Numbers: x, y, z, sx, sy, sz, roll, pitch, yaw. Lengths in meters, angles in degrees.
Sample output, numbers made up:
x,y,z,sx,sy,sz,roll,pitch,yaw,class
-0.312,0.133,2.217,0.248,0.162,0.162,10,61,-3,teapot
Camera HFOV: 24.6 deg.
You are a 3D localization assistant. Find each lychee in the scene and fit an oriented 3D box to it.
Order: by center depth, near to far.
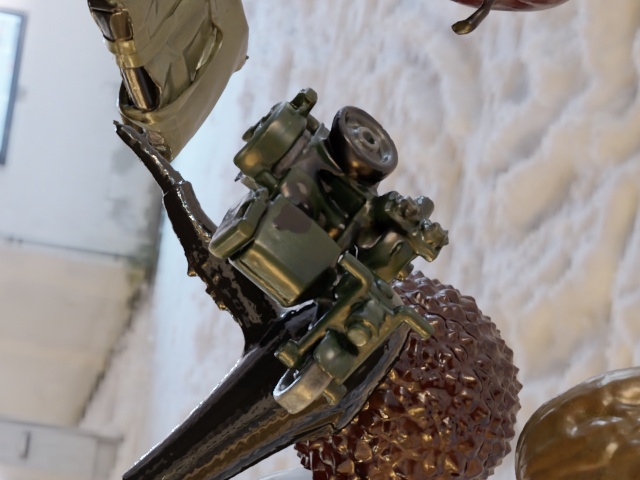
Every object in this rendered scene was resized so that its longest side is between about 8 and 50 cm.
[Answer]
x,y,z,sx,sy,sz,roll,pitch,yaw,class
0.083,0.166,1.555,0.264,0.300,0.264,-29,32,20,lychee

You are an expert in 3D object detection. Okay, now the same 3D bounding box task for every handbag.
x,y,z,sx,sy,sz,roll,pitch,yaw,class
-0.178,-0.261,1.756,0.316,0.109,0.253,79,-150,-48,handbag

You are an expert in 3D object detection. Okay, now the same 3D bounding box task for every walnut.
x,y,z,sx,sy,sz,roll,pitch,yaw,class
0.277,0.202,1.237,0.228,0.228,0.228,-171,90,-77,walnut

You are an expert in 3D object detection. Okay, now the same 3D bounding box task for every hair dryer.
x,y,z,sx,sy,sz,roll,pitch,yaw,class
-0.117,0.051,1.357,0.359,0.303,0.120,55,169,7,hair dryer

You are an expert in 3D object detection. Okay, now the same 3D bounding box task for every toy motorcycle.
x,y,z,sx,sy,sz,roll,pitch,yaw,class
0.000,0.000,1.233,0.127,0.205,0.275,-40,12,40,toy motorcycle

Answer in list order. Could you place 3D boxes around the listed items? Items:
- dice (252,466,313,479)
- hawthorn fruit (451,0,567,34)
x,y,z,sx,sy,sz,roll,pitch,yaw,class
0.020,0.442,1.666,0.304,0.304,0.277,-104,18,-61,dice
0.098,-0.191,0.787,0.157,0.157,0.194,130,154,-65,hawthorn fruit
